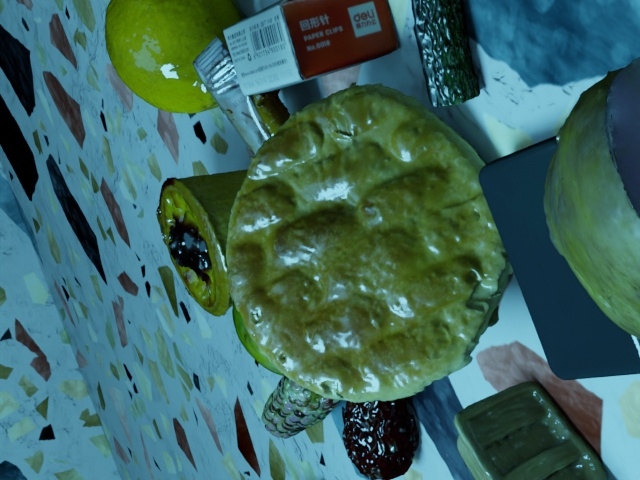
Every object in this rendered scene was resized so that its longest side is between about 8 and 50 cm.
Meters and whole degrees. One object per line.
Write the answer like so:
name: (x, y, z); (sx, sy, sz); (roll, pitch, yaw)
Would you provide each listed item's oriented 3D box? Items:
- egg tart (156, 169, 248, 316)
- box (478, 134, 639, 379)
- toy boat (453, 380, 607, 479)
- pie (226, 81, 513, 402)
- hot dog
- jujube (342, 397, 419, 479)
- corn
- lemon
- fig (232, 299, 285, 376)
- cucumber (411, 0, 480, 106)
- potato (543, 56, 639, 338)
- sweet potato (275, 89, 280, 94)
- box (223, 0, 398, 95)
egg tart: (-0.136, -0.005, 1.740); (0.215, 0.170, 0.215); (44, 145, 43)
box: (0.240, 0.018, 1.122); (0.160, 0.050, 0.230); (-21, 91, 64)
toy boat: (0.229, 0.249, 1.258); (0.188, 0.116, 0.061); (56, 157, 32)
pie: (0.047, 0.007, 1.270); (0.339, 0.339, 0.083); (63, -164, 13)
hot dog: (-0.065, -0.141, 1.517); (0.268, 0.075, 0.144); (57, 176, -32)
jujube: (0.073, 0.243, 1.599); (0.104, 0.104, 0.166); (16, 119, 60)
corn: (-0.029, 0.242, 1.826); (0.092, 0.092, 0.280); (63, 159, 13)
lemon: (-0.196, -0.274, 1.627); (0.257, 0.188, 0.188); (54, 152, 25)
fig: (-0.011, 0.024, 1.435); (0.233, 0.233, 0.314); (25, 137, 57)
cucumber: (0.115, -0.229, 1.181); (0.058, 0.058, 0.187); (21, 127, 59)
potato: (0.260, -0.024, 0.885); (0.229, 0.229, 0.266); (64, 163, 11)
sweet potato: (-0.057, -0.244, 1.535); (0.056, 0.056, 0.195); (59, 148, 21)
box: (-0.015, -0.233, 1.356); (0.182, 0.133, 0.099); (0, 110, 66)
